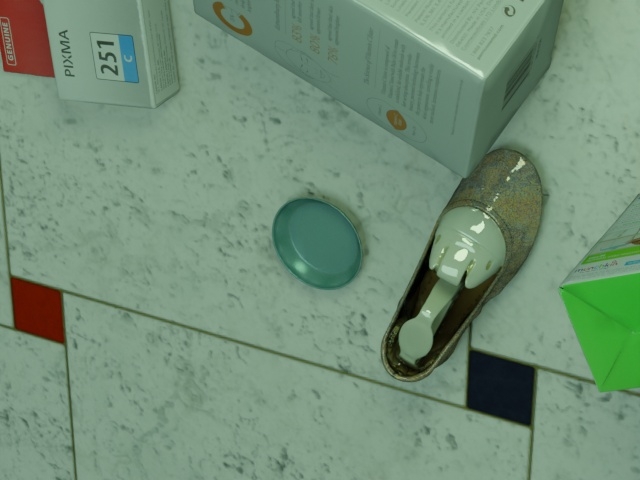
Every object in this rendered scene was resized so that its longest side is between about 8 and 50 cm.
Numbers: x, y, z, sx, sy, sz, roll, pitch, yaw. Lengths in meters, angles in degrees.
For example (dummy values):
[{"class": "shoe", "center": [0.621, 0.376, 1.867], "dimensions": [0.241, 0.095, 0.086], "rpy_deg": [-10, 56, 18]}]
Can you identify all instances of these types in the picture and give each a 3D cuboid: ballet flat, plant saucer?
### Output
[{"class": "ballet flat", "center": [0.150, 0.042, 1.995], "dimensions": [0.107, 0.106, 0.316], "rpy_deg": [32, 127, 13]}, {"class": "plant saucer", "center": [0.000, 0.000, 2.119], "dimensions": [0.119, 0.021, 0.119], "rpy_deg": [15, 123, 25]}]

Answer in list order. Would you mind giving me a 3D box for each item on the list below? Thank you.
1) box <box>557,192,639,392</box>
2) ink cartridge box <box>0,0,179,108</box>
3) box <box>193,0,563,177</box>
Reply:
[{"class": "box", "center": [0.400, 0.024, 1.751], "dimensions": [0.262, 0.231, 0.126], "rpy_deg": [-12, 108, 35]}, {"class": "ink cartridge box", "center": [-0.303, -0.309, 2.110], "dimensions": [0.261, 0.066, 0.296], "rpy_deg": [8, 119, 27]}, {"class": "box", "center": [0.053, -0.252, 1.804], "dimensions": [0.345, 0.168, 0.215], "rpy_deg": [32, 160, 12]}]
